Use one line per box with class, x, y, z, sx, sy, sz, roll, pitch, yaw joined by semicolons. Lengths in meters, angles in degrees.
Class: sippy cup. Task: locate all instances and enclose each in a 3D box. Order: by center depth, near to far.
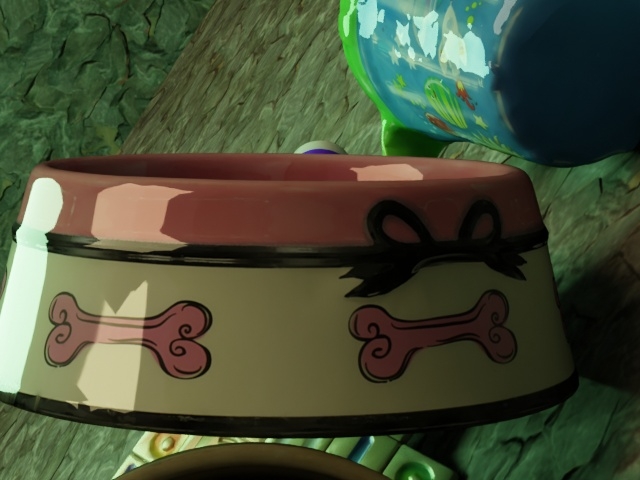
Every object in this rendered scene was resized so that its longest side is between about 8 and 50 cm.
sippy cup;0.161;-0.164;1.315;0.240;0.305;0.224;-16;25;-15

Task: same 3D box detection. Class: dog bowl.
dog bowl;-0.028;0.021;1.141;0.408;0.408;0.150;-163;73;-71

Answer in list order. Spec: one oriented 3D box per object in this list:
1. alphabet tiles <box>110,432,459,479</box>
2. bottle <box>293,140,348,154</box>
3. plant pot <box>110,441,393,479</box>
alphabet tiles;-0.060;0.218;1.290;0.285;0.011;0.342;24;73;42
bottle;0.000;0.000;1.580;0.092;0.118;0.283;-58;15;28
plant pot;-0.046;0.272;1.027;0.323;0.323;0.280;-58;2;-2
